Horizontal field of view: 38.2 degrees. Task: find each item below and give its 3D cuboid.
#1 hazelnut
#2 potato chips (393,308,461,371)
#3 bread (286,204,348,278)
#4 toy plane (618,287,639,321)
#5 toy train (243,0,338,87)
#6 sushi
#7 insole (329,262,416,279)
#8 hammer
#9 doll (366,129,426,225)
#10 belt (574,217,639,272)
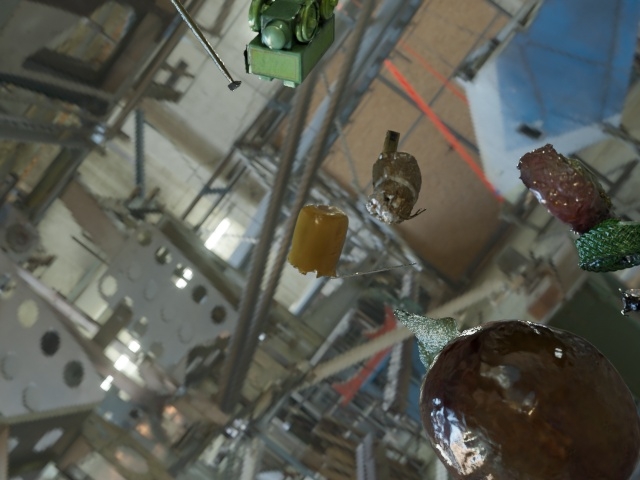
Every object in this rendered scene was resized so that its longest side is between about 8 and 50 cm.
[{"bbox_3d":[0.382,0.333,1.724,0.421,0.421,0.352,97,-173,-84],"label":"hazelnut"},{"bbox_3d":[0.272,0.241,2.230,0.059,0.228,0.167,-21,-18,-42],"label":"potato chips"},{"bbox_3d":[0.000,0.000,2.247,0.085,0.134,0.173,29,108,60],"label":"bread"},{"bbox_3d":[0.642,0.124,1.841,0.197,0.078,0.053,-38,-58,-78],"label":"toy plane"},{"bbox_3d":[-0.058,-0.467,2.015,0.271,0.159,0.188,-59,-23,-48],"label":"toy train"},{"bbox_3d":[0.464,-0.076,1.686,0.107,0.241,0.161,-42,4,18],"label":"sushi"},{"bbox_3d":[0.116,0.068,2.033,0.197,0.004,0.065,-10,-5,-5],"label":"insole"},{"bbox_3d":[-0.198,-0.340,1.571,0.013,0.199,0.062,-39,15,-12],"label":"hammer"},{"bbox_3d":[0.149,-0.123,1.884,0.105,0.115,0.221,106,169,-46],"label":"doll"},{"bbox_3d":[0.527,0.004,1.652,0.151,0.121,0.079,144,125,-63],"label":"belt"}]
